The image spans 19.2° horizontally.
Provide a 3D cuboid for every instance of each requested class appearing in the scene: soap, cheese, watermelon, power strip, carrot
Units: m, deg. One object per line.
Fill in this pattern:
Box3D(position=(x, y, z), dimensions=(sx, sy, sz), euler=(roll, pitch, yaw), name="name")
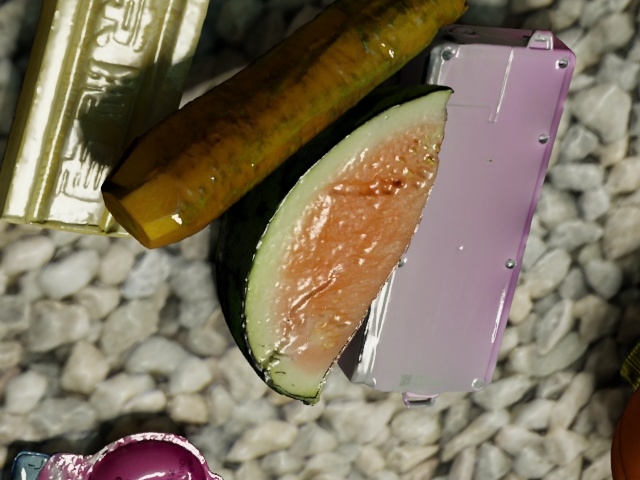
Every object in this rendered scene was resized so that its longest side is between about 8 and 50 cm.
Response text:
Box3D(position=(-0.122, -0.118, 1.120), dimensions=(0.092, 0.037, 0.252), euler=(7, 113, -25), name="soap")
Box3D(position=(-0.137, 0.167, 1.266), dimensions=(0.145, 0.038, 0.095), euler=(8, 112, -19), name="cheese")
Box3D(position=(0.000, -0.002, 1.209), dimensions=(0.119, 0.063, 0.245), euler=(12, 114, -22), name="watermelon")
Box3D(position=(0.088, -0.017, 1.260), dimensions=(0.109, 0.037, 0.279), euler=(1, 116, -23), name="power strip")
Box3D(position=(-0.018, -0.089, 1.135), dimensions=(0.260, 0.070, 0.070), euler=(-38, 125, -16), name="carrot")

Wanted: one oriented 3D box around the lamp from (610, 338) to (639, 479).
Box3D(position=(0.307, 0.132, 1.335), dimensions=(0.223, 0.196, 0.223), euler=(-41, 161, -18), name="lamp")
